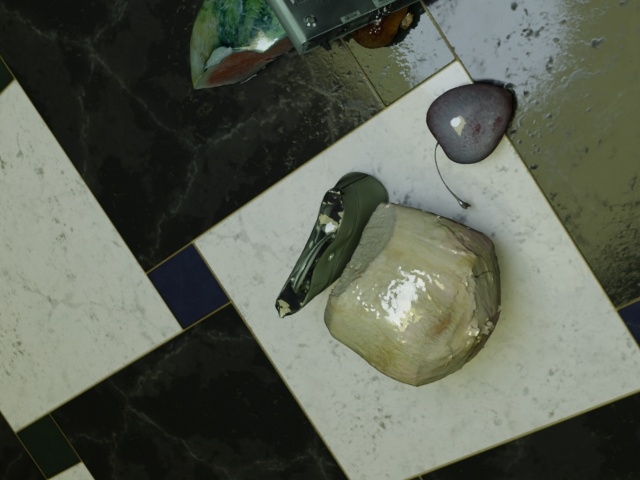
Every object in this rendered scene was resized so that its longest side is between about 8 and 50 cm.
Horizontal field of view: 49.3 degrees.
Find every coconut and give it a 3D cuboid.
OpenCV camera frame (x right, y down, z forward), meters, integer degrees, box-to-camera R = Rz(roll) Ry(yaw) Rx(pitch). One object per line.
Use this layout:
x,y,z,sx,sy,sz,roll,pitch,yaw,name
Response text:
0.166,0.095,1.154,0.255,0.297,0.297,24,114,15,coconut

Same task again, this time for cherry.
0.260,-0.169,1.139,0.148,0.115,0.188,-38,99,-12,cherry

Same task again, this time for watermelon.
-0.094,-0.368,1.162,0.305,0.180,0.224,-17,57,39,watermelon

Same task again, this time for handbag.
0.000,0.000,1.170,0.109,0.315,0.241,30,114,13,handbag

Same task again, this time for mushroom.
0.091,-0.382,1.153,0.127,0.087,0.127,1,92,39,mushroom

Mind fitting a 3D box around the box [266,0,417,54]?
0.041,-0.415,1.067,0.270,0.045,0.210,-27,82,-15,box
